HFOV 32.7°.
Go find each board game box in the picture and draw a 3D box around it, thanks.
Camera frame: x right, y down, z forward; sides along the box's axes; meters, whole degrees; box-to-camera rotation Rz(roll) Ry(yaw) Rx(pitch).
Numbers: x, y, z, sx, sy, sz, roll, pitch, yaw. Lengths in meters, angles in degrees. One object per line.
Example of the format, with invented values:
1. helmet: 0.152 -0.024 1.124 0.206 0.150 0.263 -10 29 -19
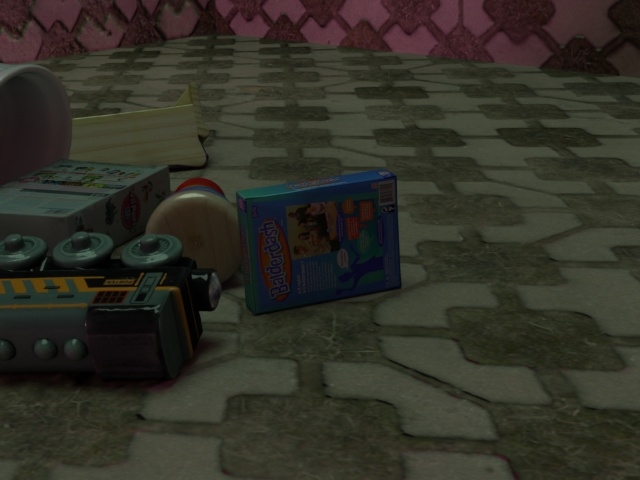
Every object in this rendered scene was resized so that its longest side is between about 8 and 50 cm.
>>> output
1. board game box: 0.000 0.000 1.436 0.210 0.160 0.047 -9 18 -19
2. board game box: -0.411 -0.047 1.767 0.224 0.097 0.303 5 21 22

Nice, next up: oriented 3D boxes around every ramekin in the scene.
1. ramekin: -0.559 -0.175 1.860 0.135 0.277 0.277 16 24 20

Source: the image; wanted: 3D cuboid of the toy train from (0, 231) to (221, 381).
1. toy train: -0.290 0.081 1.297 0.334 0.142 0.190 -1 28 10

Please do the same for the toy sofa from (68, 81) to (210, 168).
1. toy sofa: -0.414 -0.204 2.218 0.363 0.177 0.150 -9 -4 -15

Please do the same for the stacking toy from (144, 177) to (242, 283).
1. stacking toy: -0.186 -0.035 1.642 0.141 0.141 0.330 -5 14 -5
